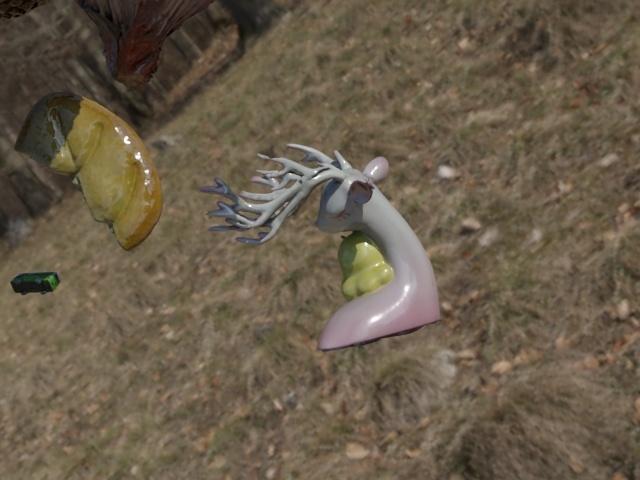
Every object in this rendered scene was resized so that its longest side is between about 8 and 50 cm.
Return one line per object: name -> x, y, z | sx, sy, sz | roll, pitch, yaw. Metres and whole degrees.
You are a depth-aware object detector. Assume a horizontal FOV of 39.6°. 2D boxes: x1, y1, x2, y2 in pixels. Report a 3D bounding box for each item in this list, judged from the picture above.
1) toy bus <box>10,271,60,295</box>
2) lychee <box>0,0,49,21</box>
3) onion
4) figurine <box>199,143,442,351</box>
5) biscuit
toy bus -> -0.508, 0.075, 1.583 | 0.083, 0.031, 0.037 | -3, 32, 20
lychee -> -0.467, -0.453, 1.259 | 0.267, 0.267, 0.267 | -40, 1, 1
onion -> -0.196, -0.349, 0.957 | 0.267, 0.159, 0.349 | 2, -53, -43
figurine -> 0.000, -0.001, 1.285 | 0.284, 0.316, 0.206 | -14, -4, 17
biscuit -> -0.360, -0.128, 1.439 | 0.154, 0.299, 0.045 | -48, -11, -7
